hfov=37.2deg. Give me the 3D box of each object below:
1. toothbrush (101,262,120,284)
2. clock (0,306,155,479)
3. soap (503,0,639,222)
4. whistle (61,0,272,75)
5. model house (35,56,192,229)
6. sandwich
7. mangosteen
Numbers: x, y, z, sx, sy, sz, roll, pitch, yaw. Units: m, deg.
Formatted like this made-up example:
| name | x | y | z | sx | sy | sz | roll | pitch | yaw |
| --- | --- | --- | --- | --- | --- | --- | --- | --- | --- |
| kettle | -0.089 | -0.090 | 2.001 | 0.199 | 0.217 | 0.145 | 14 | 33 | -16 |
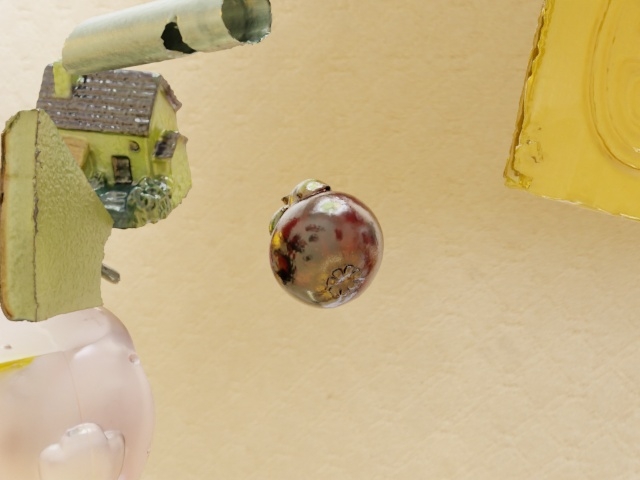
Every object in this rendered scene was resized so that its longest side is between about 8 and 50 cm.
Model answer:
| name | x | y | z | sx | sy | sz | roll | pitch | yaw |
| --- | --- | --- | --- | --- | --- | --- | --- | --- | --- |
| toothbrush | -0.486 | -0.002 | 1.704 | 0.297 | 0.030 | 0.030 | 34 | 141 | -18 |
| clock | -0.386 | 0.274 | 1.366 | 0.368 | 0.251 | 0.376 | 31 | 125 | 46 |
| soap | 0.261 | -0.164 | 0.713 | 0.204 | 0.096 | 0.324 | 14 | 126 | 13 |
| whistle | -0.170 | -0.208 | 0.956 | 0.312 | 0.062 | 0.062 | 4 | 96 | 47 |
| model house | -0.292 | -0.143 | 1.313 | 0.194 | 0.170 | 0.211 | 7 | 120 | 18 |
| sandwich | -0.322 | -0.030 | 1.174 | 0.063 | 0.212 | 0.244 | 3 | 92 | 12 |
| mangosteen | 0.000 | 0.000 | 1.389 | 0.200 | 0.200 | 0.199 | 3 | 96 | 28 |
